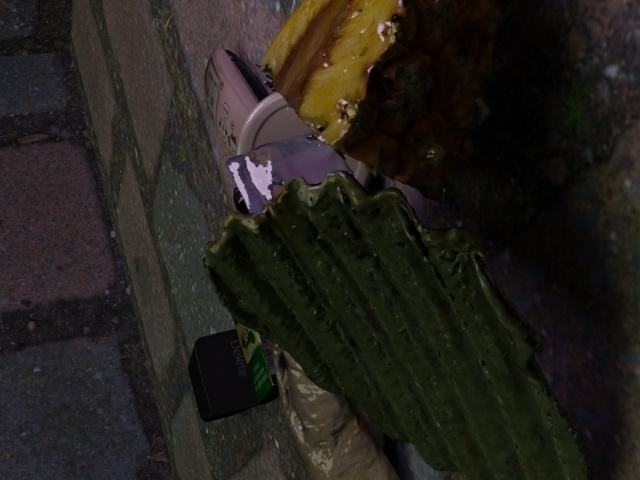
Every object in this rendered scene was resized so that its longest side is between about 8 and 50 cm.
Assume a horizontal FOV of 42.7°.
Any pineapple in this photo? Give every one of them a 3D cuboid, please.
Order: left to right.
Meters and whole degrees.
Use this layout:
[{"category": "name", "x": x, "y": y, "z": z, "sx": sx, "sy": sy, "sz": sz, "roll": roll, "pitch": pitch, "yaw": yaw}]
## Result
[{"category": "pineapple", "x": 0.113, "y": -0.193, "z": 0.747, "sx": 0.286, "sy": 0.209, "sz": 0.344, "roll": -55, "pitch": 24, "yaw": 11}]

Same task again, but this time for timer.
[{"category": "timer", "x": -0.033, "y": -0.117, "z": 1.146, "sx": 0.266, "sy": 0.175, "sz": 0.175, "roll": -141, "pitch": 43, "yaw": -81}]

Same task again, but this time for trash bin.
[{"category": "trash bin", "x": -0.216, "y": 0.303, "z": 1.787, "sx": 0.225, "sy": 0.115, "sz": 0.165, "roll": 128, "pitch": 126, "yaw": -66}]

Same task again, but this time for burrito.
[{"category": "burrito", "x": 0.025, "y": 0.265, "z": 1.160, "sx": 0.190, "sy": 0.135, "sz": 0.332, "roll": -6, "pitch": 98, "yaw": 61}]

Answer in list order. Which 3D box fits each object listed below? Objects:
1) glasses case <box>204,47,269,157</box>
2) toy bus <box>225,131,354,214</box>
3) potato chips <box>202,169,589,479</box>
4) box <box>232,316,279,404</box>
[{"category": "glasses case", "x": -0.134, "y": -0.216, "z": 1.392, "sx": 0.314, "sy": 0.075, "sz": 0.122, "roll": -121, "pitch": 35, "yaw": -42}, {"category": "toy bus", "x": 0.000, "y": 0.000, "z": 0.952, "sx": 0.112, "sy": 0.138, "sz": 0.317, "roll": 63, "pitch": 179, "yaw": 30}, {"category": "potato chips", "x": 0.073, "y": 0.113, "z": 0.789, "sx": 0.358, "sy": 0.070, "sz": 0.429, "roll": 2, "pitch": 134, "yaw": 47}, {"category": "box", "x": -0.128, "y": 0.193, "z": 1.616, "sx": 0.132, "sy": 0.034, "sz": 0.235, "roll": 122, "pitch": 134, "yaw": -59}]
